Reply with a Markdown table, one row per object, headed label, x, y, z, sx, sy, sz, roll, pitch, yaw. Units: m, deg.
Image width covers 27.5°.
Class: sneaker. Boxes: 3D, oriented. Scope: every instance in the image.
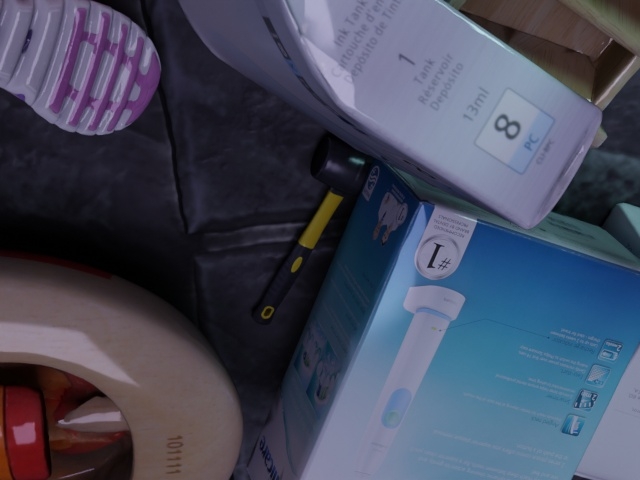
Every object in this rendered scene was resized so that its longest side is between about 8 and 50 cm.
| label | x | y | z | sx | sy | sz | roll | pitch | yaw |
| --- | --- | --- | --- | --- | --- | --- | --- | --- | --- |
| sneaker | -0.225 | -0.148 | 0.930 | 0.236 | 0.104 | 0.095 | 15 | 104 | -39 |

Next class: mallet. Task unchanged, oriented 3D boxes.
| label | x | y | z | sx | sy | sz | roll | pitch | yaw |
| --- | --- | --- | --- | --- | --- | --- | --- | --- | --- |
| mallet | 0.000 | 0.000 | 1.075 | 0.062 | 0.039 | 0.189 | 13 | 124 | -16 |

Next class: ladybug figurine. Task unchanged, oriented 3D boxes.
| label | x | y | z | sx | sy | sz | roll | pitch | yaw |
| --- | --- | --- | --- | --- | --- | --- | --- | --- | --- |
| ladybug figurine | -0.288 | 0.127 | 1.046 | 0.449 | 0.162 | 0.305 | 2 | 122 | -7 |

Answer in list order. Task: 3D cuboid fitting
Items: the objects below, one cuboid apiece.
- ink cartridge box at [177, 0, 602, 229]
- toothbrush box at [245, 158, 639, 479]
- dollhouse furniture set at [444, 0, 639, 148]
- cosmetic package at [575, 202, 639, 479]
| label | x | y | z | sx | sy | sz | roll | pitch | yaw |
| --- | --- | --- | --- | --- | --- | --- | --- | --- | --- |
| ink cartridge box | -0.055 | -0.158 | 0.805 | 0.385 | 0.308 | 0.091 | 29 | 93 | -22 |
| toothbrush box | 0.099 | 0.111 | 1.030 | 0.216 | 0.126 | 0.295 | 16 | 105 | -19 |
| dollhouse furniture set | 0.219 | -0.130 | 0.801 | 0.362 | 0.394 | 0.256 | 29 | 115 | -21 |
| cosmetic package | 0.287 | 0.097 | 1.090 | 0.151 | 0.151 | 0.183 | 18 | 117 | -16 |
